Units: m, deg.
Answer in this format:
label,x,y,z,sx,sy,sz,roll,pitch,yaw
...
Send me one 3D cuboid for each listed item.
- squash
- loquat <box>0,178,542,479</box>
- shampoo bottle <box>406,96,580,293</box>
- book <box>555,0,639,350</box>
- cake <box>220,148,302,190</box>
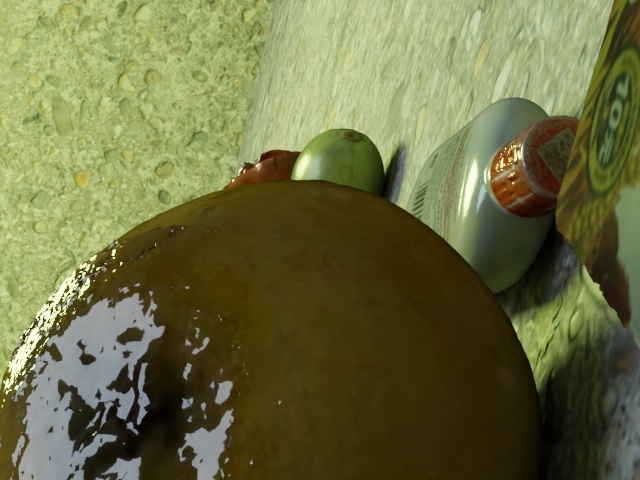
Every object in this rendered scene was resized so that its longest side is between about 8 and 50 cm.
label,x,y,z,sx,sy,sz,roll,pitch,yaw
squash,0.000,0.000,1.281,0.250,0.083,0.083,107,171,-46
loquat,-0.026,0.100,0.670,0.263,0.263,0.263,-167,90,-82
shampoo bottle,0.093,-0.022,0.769,0.221,0.051,0.108,142,142,-76
book,0.167,-0.078,0.406,0.428,0.039,0.300,-102,27,-72
cake,-0.047,0.039,1.438,0.098,0.135,0.287,-125,38,-60
